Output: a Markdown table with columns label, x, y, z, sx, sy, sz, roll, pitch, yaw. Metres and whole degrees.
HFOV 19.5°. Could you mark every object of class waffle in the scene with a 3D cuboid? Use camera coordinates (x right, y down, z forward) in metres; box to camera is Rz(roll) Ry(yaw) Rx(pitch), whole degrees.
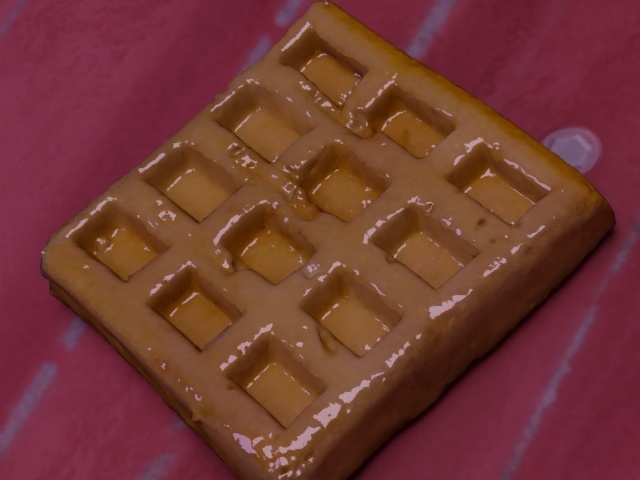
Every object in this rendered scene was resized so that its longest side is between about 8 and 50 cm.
| label | x | y | z | sx | sy | sz | roll | pitch | yaw |
| --- | --- | --- | --- | --- | --- | --- | --- | --- | --- |
| waffle | 0.000 | 0.000 | 1.014 | 0.248 | 0.055 | 0.221 | -42 | 56 | -14 |
